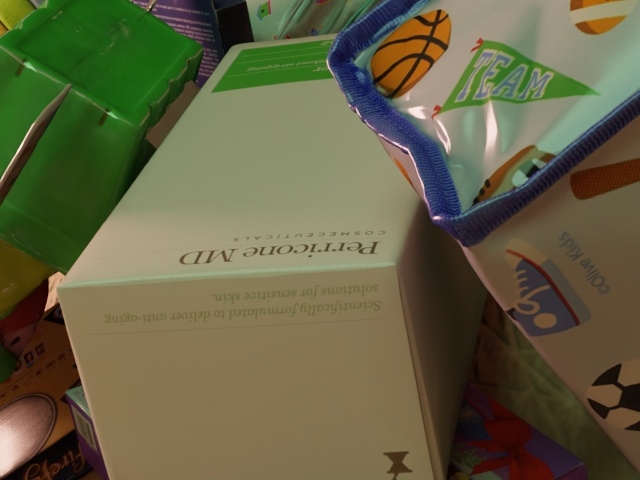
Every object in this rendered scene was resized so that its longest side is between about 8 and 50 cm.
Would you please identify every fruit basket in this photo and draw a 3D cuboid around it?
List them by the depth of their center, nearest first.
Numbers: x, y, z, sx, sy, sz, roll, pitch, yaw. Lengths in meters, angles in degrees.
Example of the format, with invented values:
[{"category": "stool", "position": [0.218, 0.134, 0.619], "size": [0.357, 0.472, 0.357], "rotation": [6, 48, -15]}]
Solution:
[{"category": "fruit basket", "position": [-0.213, 0.002, 1.095], "size": [0.327, 0.165, 0.353], "rotation": [-68, 4, -65]}]

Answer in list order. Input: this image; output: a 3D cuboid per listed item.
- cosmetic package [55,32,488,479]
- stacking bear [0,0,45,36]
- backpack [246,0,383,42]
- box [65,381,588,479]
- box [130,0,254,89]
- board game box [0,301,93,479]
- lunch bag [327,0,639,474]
[{"category": "cosmetic package", "position": [0.000, 0.000, 0.953], "size": [0.197, 0.155, 0.365], "rotation": [-4, 25, 14]}, {"category": "stacking bear", "position": [-0.310, -0.214, 1.576], "size": [0.289, 0.175, 0.164], "rotation": [-42, 27, 7]}, {"category": "backpack", "position": [-0.005, -0.171, 1.278], "size": [0.188, 0.144, 0.166], "rotation": [-47, 31, -22]}, {"category": "box", "position": [-0.006, 0.133, 0.930], "size": [0.201, 0.057, 0.293], "rotation": [-22, 29, -23]}, {"category": "box", "position": [-0.097, -0.124, 1.230], "size": [0.036, 0.225, 0.136], "rotation": [-27, 28, -32]}, {"category": "board game box", "position": [-0.159, 0.088, 1.183], "size": [0.243, 0.042, 0.165], "rotation": [-34, 35, 2]}, {"category": "lunch bag", "position": [0.254, -0.074, 0.772], "size": [0.385, 0.328, 0.239], "rotation": [-39, 37, 6]}]
